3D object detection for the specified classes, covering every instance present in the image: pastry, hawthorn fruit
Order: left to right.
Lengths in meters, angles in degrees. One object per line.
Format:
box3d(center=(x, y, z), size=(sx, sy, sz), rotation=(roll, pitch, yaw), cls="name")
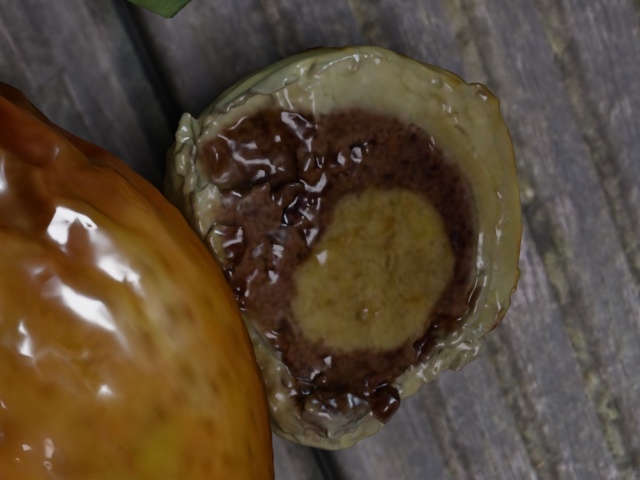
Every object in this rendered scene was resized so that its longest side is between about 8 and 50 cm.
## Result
box3d(center=(-0.247, 0.121, 0.982), size=(0.472, 0.472, 0.471), rotation=(-5, 107, -15), cls="hawthorn fruit")
box3d(center=(0.002, -0.009, 1.163), size=(0.237, 0.170, 0.256), rotation=(-32, 114, -30), cls="pastry")

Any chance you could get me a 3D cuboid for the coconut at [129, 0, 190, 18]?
box3d(center=(-0.101, -0.248, 1.038), size=(0.205, 0.236, 0.235), rotation=(2, 108, 16), cls="coconut")
